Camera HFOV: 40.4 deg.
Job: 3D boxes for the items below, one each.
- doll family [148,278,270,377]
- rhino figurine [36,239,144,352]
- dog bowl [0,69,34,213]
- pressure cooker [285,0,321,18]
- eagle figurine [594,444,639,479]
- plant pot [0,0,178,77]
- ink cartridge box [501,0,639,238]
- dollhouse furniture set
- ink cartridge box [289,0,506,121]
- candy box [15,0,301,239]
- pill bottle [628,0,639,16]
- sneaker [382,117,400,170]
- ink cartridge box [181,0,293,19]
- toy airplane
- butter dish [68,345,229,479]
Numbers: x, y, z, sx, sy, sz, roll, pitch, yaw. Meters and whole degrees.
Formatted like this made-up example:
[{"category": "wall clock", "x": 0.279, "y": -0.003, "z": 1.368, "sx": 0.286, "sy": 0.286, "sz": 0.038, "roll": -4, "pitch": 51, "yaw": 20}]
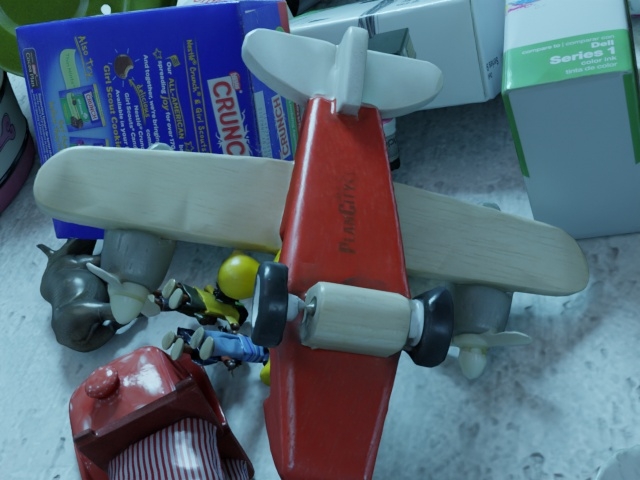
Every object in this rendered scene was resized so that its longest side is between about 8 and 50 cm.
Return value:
[{"category": "doll family", "x": -0.106, "y": 0.093, "z": 0.920, "sx": 0.076, "sy": 0.111, "sz": 0.193, "roll": -54, "pitch": 42, "yaw": 17}, {"category": "rhino figurine", "x": -0.296, "y": 0.049, "z": 1.080, "sx": 0.106, "sy": 0.073, "sz": 0.243, "roll": -31, "pitch": 39, "yaw": -8}, {"category": "dog bowl", "x": -0.639, "y": -0.119, "z": 1.379, "sx": 0.407, "sy": 0.150, "sz": 0.408, "roll": -15, "pitch": 43, "yaw": 14}, {"category": "pressure cooker", "x": -0.012, "y": -0.584, "z": 1.344, "sx": 0.420, "sy": 0.370, "sz": 0.375, "roll": -35, "pitch": 36, "yaw": -13}, {"category": "eagle figurine", "x": 0.208, "y": 0.290, "z": 0.467, "sx": 0.226, "sy": 0.225, "sz": 0.298, "roll": -39, "pitch": 36, "yaw": -10}, {"category": "plant pot", "x": -0.391, "y": -0.385, "z": 1.284, "sx": 0.366, "sy": 0.366, "sz": 0.353, "roll": -26, "pitch": 24, "yaw": 3}, {"category": "ink cartridge box", "x": 0.266, "y": -0.170, "z": 0.899, "sx": 0.117, "sy": 0.201, "sz": 0.278, "roll": -7, "pitch": 44, "yaw": 21}, {"category": "dollhouse furniture set", "x": -0.216, "y": 0.307, "z": 0.711, "sx": 0.374, "sy": 0.152, "sz": 0.201, "roll": -29, "pitch": 41, "yaw": -1}, {"category": "ink cartridge box", "x": 0.087, "y": -0.232, "z": 1.065, "sx": 0.289, "sy": 0.122, "sz": 0.211, "roll": -3, "pitch": 21, "yaw": 27}, {"category": "candy box", "x": -0.183, "y": -0.137, "z": 1.036, "sx": 0.317, "sy": 0.268, "sz": 0.122, "roll": 2, "pitch": 18, "yaw": 27}, {"category": "pill bottle", "x": 0.357, "y": -0.355, "z": 1.070, "sx": 0.283, "sy": 0.160, "sz": 0.160, "roll": 8, "pitch": 52, "yaw": 34}, {"category": "sneaker", "x": 0.036, "y": -0.102, "z": 1.062, "sx": 0.063, "sy": 0.075, "sz": 0.170, "roll": -25, "pitch": 11, "yaw": -37}, {"category": "ink cartridge box", "x": -0.183, "y": -0.235, "z": 1.272, "sx": 0.207, "sy": 0.117, "sz": 0.283, "roll": 20, "pitch": 60, "yaw": 41}, {"category": "toy airplane", "x": 0.000, "y": 0.000, "z": 0.784, "sx": 0.386, "sy": 0.272, "sz": 0.384, "roll": 43, "pitch": 53, "yaw": 19}, {"category": "butter dish", "x": -0.191, "y": 0.169, "z": 0.865, "sx": 0.159, "sy": 0.118, "sz": 0.160, "roll": -30, "pitch": 41, "yaw": -4}]
